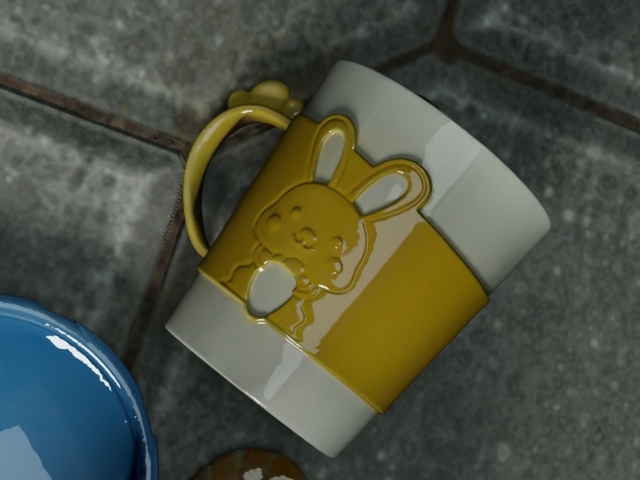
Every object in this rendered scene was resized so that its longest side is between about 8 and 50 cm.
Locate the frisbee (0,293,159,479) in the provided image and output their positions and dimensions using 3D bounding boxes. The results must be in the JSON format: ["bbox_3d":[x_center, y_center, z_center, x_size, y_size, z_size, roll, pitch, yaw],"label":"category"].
[{"bbox_3d":[-0.228,0.154,0.936,0.242,0.045,0.242,0,91,-16],"label":"frisbee"}]

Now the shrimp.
[{"bbox_3d":[-0.063,0.221,0.980,0.095,0.045,0.162,22,84,-13],"label":"shrimp"}]

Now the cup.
[{"bbox_3d":[0.000,0.000,0.955,0.241,0.185,0.226,35,84,23],"label":"cup"}]
